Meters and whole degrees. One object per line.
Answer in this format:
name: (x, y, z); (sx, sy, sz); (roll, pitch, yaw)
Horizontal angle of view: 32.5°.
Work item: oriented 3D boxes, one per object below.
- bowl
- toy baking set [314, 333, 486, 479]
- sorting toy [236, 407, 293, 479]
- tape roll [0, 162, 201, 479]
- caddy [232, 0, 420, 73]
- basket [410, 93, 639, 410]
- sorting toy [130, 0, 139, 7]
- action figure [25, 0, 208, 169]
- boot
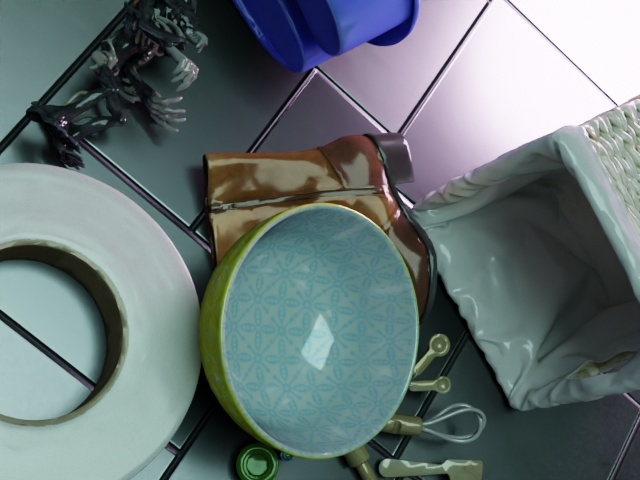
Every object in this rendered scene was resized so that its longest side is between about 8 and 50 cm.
bowl: (-0.038, 0.105, 1.297); (0.289, 0.156, 0.290); (4, 84, -38)
toy baking set: (0.107, 0.222, 1.402); (0.196, 0.030, 0.256); (-25, 94, -14)
sorting toy: (-0.062, 0.251, 1.336); (0.061, 0.042, 0.102); (27, 78, -1)
tape roll: (-0.323, 0.106, 1.215); (0.392, 0.072, 0.392); (8, 72, -25)
caddy: (-0.012, -0.382, 1.403); (0.179, 0.241, 0.341); (-38, 103, -22)
basket: (0.356, 0.007, 1.446); (0.266, 0.328, 0.331); (-29, 90, -33)
sorting toy: (-0.232, -0.410, 1.417); (0.132, 0.046, 0.275); (-25, 88, -30)
action figure: (-0.211, -0.199, 1.313); (0.141, 0.164, 0.276); (38, 71, 9)
boot: (0.000, 0.000, 1.402); (0.280, 0.096, 0.264); (-11, 94, -22)
